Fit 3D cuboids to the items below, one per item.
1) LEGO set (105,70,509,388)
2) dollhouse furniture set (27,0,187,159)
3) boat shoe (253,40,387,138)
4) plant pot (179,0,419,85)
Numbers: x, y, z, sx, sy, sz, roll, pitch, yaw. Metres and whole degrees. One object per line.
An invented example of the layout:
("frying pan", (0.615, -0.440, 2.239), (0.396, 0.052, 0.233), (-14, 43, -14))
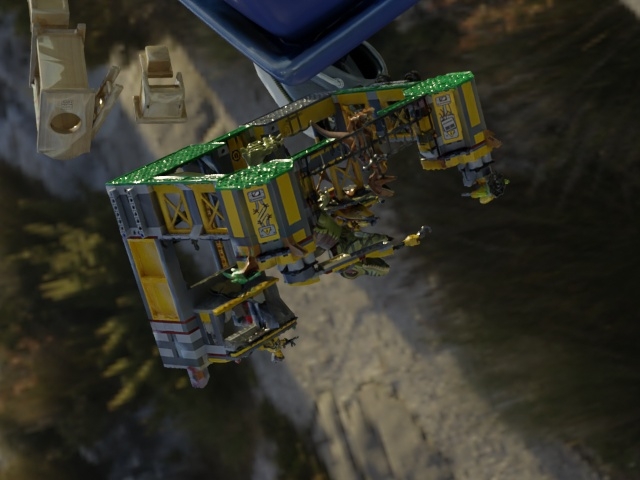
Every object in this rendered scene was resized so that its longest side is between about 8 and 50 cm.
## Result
("LEGO set", (0.000, 0.000, 1.237), (0.255, 0.331, 0.192), (-4, 109, 38))
("dollhouse furniture set", (-0.240, -0.190, 1.688), (0.101, 0.160, 0.182), (106, 157, -48))
("boat shoe", (-0.052, -0.242, 1.437), (0.319, 0.116, 0.099), (52, 144, 2))
("plant pot", (-0.020, -0.245, 0.920), (0.236, 0.236, 0.212), (43, 164, 38))
